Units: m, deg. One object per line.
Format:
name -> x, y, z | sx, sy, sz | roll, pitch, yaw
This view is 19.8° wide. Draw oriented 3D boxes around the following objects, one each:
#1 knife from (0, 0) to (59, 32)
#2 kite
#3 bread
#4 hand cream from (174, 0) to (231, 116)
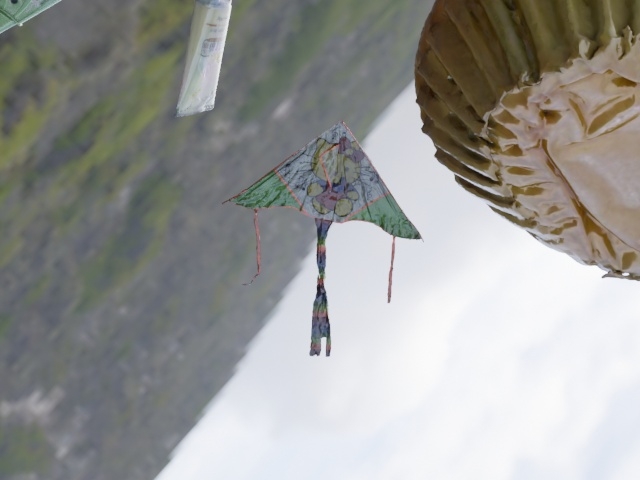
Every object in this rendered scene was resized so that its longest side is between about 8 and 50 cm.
knife -> -0.278, -0.191, 1.586 | 0.207, 0.030, 0.014 | -27, 177, 14
kite -> 0.000, 0.000, 1.769 | 0.006, 0.198, 0.244 | -82, 179, -70
bread -> 0.171, -0.087, 1.115 | 0.240, 0.240, 0.139 | -41, -153, 32
hand cream -> -0.124, -0.201, 1.968 | 0.061, 0.039, 0.143 | -22, 130, -50
